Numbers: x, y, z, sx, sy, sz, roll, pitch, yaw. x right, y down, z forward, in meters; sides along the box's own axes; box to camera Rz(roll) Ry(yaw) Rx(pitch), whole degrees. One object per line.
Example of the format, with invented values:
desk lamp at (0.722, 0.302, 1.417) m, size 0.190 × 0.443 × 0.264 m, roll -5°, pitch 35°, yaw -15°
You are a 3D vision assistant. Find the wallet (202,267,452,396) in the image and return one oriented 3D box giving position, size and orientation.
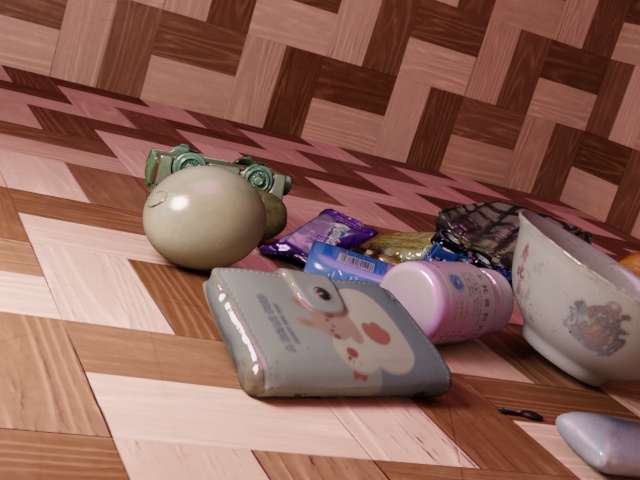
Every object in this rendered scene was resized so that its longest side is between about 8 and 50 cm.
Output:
wallet at (0.003, 0.138, 1.494) m, size 0.360 × 0.083 × 0.252 m, roll 8°, pitch 34°, yaw -38°

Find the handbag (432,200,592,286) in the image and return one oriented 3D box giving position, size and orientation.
handbag at (0.494, 0.003, 2.666) m, size 0.325 × 0.162 × 0.327 m, roll 23°, pitch 21°, yaw 38°

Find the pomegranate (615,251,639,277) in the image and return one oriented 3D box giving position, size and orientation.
pomegranate at (0.707, 0.129, 2.257) m, size 0.215 × 0.215 × 0.215 m, roll 17°, pitch 12°, yaw -4°

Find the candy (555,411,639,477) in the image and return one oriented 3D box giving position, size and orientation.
candy at (0.446, 0.300, 1.477) m, size 0.174 × 0.071 × 0.138 m, roll 13°, pitch 13°, yaw -21°

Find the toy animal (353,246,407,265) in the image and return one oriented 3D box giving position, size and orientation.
toy animal at (0.138, 0.053, 2.173) m, size 0.241 × 0.056 × 0.099 m, roll 21°, pitch 13°, yaw 19°

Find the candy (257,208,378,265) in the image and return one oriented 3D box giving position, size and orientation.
candy at (0.000, 0.000, 2.127) m, size 0.145 × 0.070 × 0.275 m, roll 27°, pitch 31°, yaw 23°

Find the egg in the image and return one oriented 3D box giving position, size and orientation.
egg at (-0.203, -0.040, 1.809) m, size 0.186 × 0.186 × 0.253 m, roll 27°, pitch 15°, yaw 38°

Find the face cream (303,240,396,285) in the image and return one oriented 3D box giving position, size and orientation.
face cream at (0.100, 0.077, 1.949) m, size 0.264 × 0.083 × 0.149 m, roll 18°, pitch 16°, yaw 2°

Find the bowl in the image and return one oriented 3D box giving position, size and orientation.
bowl at (0.500, 0.142, 1.871) m, size 0.435 × 0.196 × 0.435 m, roll 30°, pitch 13°, yaw -8°

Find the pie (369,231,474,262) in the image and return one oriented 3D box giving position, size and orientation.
pie at (0.241, 0.029, 2.317) m, size 0.257 × 0.105 × 0.274 m, roll 11°, pitch 11°, yaw 10°

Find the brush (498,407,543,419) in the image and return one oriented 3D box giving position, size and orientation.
brush at (0.313, 0.269, 1.578) m, size 0.083 × 0.008 × 0.024 m, roll 13°, pitch 17°, yaw -22°

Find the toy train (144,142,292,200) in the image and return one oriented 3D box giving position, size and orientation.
toy train at (-0.222, -0.115, 2.191) m, size 0.326 × 0.159 × 0.129 m, roll 8°, pitch 12°, yaw -23°

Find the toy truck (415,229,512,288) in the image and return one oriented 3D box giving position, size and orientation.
toy truck at (0.297, 0.081, 2.060) m, size 0.208 × 0.113 × 0.126 m, roll 29°, pitch 19°, yaw -11°

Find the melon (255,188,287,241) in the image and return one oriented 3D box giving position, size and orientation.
melon at (-0.150, -0.053, 2.108) m, size 0.167 × 0.114 × 0.114 m, roll 1°, pitch 18°, yaw -24°

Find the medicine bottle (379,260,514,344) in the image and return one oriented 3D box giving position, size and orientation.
medicine bottle at (0.229, 0.111, 1.819) m, size 0.152 × 0.152 × 0.254 m, roll 28°, pitch 18°, yaw 39°
